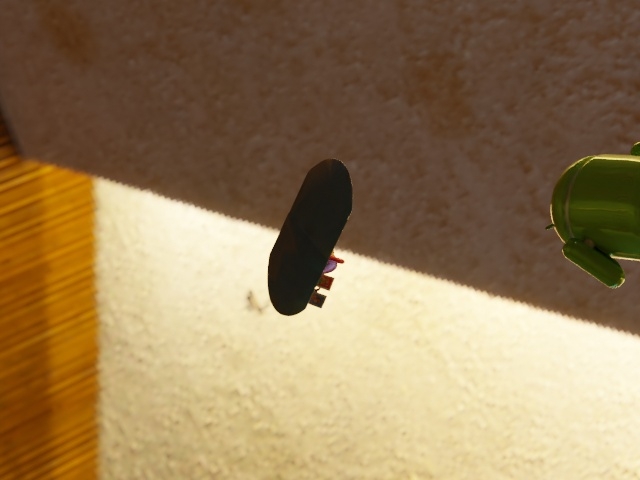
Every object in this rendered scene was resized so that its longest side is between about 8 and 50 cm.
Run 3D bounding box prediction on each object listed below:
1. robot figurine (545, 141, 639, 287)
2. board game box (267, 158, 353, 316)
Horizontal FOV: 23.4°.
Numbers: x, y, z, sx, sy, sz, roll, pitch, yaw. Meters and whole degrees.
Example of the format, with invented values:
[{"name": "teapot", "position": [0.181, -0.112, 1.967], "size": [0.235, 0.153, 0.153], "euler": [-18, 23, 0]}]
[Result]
[{"name": "robot figurine", "position": [0.197, -0.021, 0.992], "size": [0.115, 0.101, 0.067], "euler": [6, -37, 51]}, {"name": "board game box", "position": [0.000, 0.000, 1.586], "size": [0.169, 0.033, 0.133], "euler": [-64, -154, 12]}]
